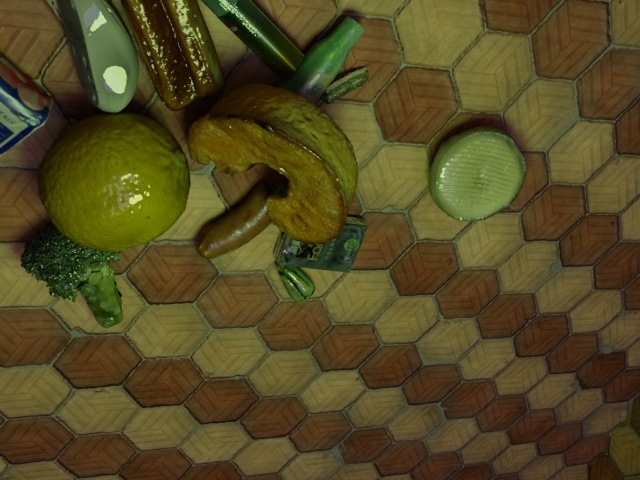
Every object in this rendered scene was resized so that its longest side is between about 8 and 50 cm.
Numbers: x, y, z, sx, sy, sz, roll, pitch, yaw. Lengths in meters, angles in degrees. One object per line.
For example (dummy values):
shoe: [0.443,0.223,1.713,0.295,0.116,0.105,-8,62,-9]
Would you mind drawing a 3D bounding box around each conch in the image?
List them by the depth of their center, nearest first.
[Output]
conch: [-0.078,0.123,1.950,0.079,0.105,0.170,-38,124,4]

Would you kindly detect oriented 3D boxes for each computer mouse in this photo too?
computer mouse: [-0.449,-0.412,1.370,0.121,0.184,0.296,-21,128,-24]

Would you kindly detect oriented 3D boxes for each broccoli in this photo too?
broccoli: [-0.616,0.101,1.707,0.252,0.221,0.361,-26,141,-40]

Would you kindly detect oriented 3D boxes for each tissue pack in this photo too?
tissue pack: [-0.738,-0.310,1.377,0.209,0.137,0.269,-36,132,9]
tissue pack: [0.000,0.000,1.903,0.236,0.073,0.173,8,121,-25]

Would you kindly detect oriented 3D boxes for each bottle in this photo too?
bottle: [-0.157,-0.483,1.479,0.082,0.082,0.286,-41,127,13]

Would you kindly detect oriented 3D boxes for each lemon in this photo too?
lemon: [-0.461,-0.131,1.498,0.336,0.336,0.336,-10,128,-12]

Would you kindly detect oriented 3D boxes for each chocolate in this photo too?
chocolate: [-0.010,-0.406,1.580,0.110,0.110,0.291,33,107,-35]

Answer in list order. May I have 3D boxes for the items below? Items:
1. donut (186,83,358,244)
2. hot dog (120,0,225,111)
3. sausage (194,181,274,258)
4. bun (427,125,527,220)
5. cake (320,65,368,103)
donut: [-0.075,-0.189,1.545,0.435,0.378,0.163,43,61,-25]
hot dog: [-0.321,-0.445,1.425,0.158,0.117,0.348,-20,133,-3]
sausage: [-0.219,-0.044,1.779,0.271,0.109,0.109,-35,129,8]
bun: [0.429,-0.193,1.865,0.288,0.146,0.287,-6,112,-15]
cake: [0.062,-0.388,1.648,0.140,0.055,0.051,-23,123,-4]
